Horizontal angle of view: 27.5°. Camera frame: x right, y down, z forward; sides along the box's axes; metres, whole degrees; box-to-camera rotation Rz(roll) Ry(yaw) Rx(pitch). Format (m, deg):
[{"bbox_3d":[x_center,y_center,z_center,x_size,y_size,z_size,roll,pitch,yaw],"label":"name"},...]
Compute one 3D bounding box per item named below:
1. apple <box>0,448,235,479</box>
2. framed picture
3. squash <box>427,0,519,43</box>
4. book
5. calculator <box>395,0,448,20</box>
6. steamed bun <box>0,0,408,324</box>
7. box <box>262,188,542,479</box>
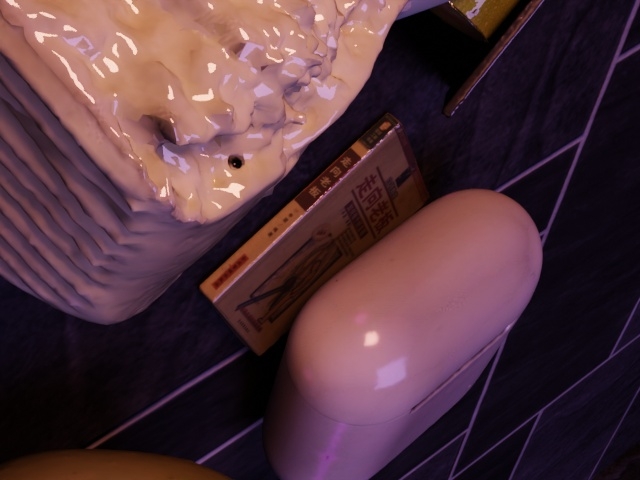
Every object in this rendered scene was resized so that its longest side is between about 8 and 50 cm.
[{"bbox_3d":[-0.179,0.392,1.040,0.473,0.473,0.474,-35,153,-21],"label":"apple"},{"bbox_3d":[0.204,-0.238,1.050,0.324,0.013,0.244,-51,-178,13],"label":"framed picture"},{"bbox_3d":[0.148,-0.247,0.992,0.188,0.095,0.095,-51,155,3],"label":"squash"},{"bbox_3d":[0.000,0.000,1.202,0.231,0.026,0.161,-43,155,-7],"label":"book"},{"bbox_3d":[0.053,-0.201,0.861,0.298,0.041,0.185,-22,163,-4],"label":"calculator"},{"bbox_3d":[-0.090,-0.137,0.570,0.272,0.290,0.273,-38,173,-29],"label":"steamed bun"},{"bbox_3d":[0.075,0.109,1.307,0.288,0.141,0.349,-35,162,-26],"label":"box"}]
